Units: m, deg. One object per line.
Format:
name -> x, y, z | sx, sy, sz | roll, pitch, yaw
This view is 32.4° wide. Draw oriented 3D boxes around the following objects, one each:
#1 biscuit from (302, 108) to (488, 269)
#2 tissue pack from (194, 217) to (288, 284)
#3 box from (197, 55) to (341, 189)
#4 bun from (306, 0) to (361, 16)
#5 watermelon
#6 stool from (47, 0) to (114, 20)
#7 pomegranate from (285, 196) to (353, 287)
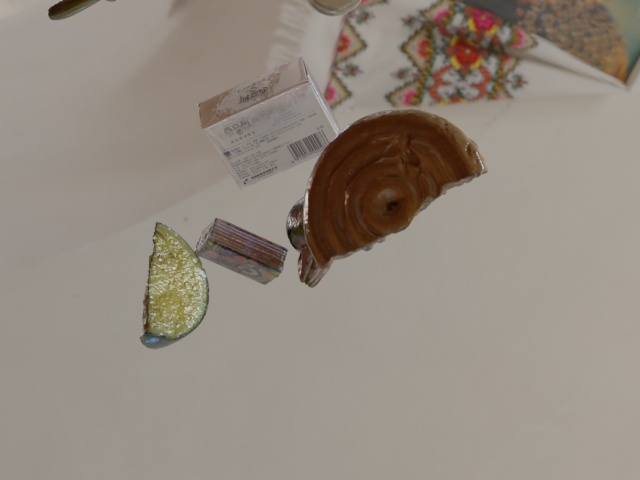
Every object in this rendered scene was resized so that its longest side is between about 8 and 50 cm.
biscuit -> 0.066, -0.073, 1.230 | 0.224, 0.033, 0.145 | -29, -108, 18
tissue pack -> -0.142, 0.019, 1.974 | 0.108, 0.148, 0.060 | -37, -149, 65
box -> -0.115, -0.269, 2.543 | 0.274, 0.203, 0.116 | -23, -139, 11
bun -> 0.025, -0.526, 2.285 | 0.094, 0.138, 0.138 | 131, -32, -78
watermelon -> -0.197, 0.075, 1.387 | 0.075, 0.092, 0.182 | -37, -140, 33
stool -> -0.353, -0.387, 1.570 | 0.134, 0.110, 0.135 | -74, 155, -64
pomegranate -> 0.008, -0.001, 1.869 | 0.138, 0.125, 0.163 | 0, -92, 39
